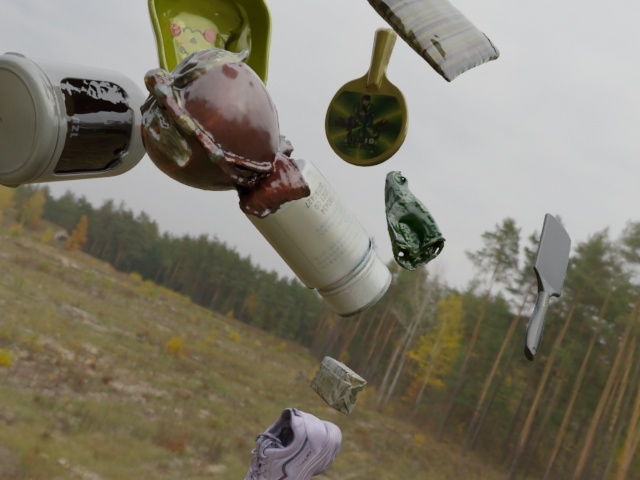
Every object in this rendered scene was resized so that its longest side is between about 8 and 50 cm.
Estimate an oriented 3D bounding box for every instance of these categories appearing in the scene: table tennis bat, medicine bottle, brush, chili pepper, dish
[{"bbox_3d":[0.118,-0.327,1.711,0.198,0.320,0.050,14,5,20],"label":"table tennis bat"},{"bbox_3d":[0.000,0.000,1.259,0.258,0.143,0.143,52,-17,-20],"label":"medicine bottle"},{"bbox_3d":[0.263,0.055,0.880,0.016,0.193,0.063,-17,-50,44],"label":"brush"},{"bbox_3d":[0.178,-0.046,1.512,0.108,0.216,0.062,-9,-20,-10],"label":"chili pepper"},{"bbox_3d":[-0.200,-0.332,1.281,0.221,0.262,0.108,0,-7,-31],"label":"dish"}]

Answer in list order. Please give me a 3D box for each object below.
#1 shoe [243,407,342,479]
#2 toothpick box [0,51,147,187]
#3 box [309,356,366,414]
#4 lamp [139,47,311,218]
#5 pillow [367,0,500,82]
[{"bbox_3d":[-0.082,0.401,1.337,0.137,0.245,0.095,45,0,-35],"label":"shoe"},{"bbox_3d":[-0.446,-0.211,1.327,0.229,0.229,0.316,21,16,23],"label":"toothpick box"},{"bbox_3d":[0.026,0.224,1.168,0.045,0.062,0.098,30,-1,-23],"label":"box"},{"bbox_3d":[-0.119,-0.124,0.854,0.215,0.151,0.223,-105,171,-51],"label":"lamp"},{"bbox_3d":[0.184,-0.356,1.236,0.212,0.208,0.052,48,-48,7],"label":"pillow"}]
